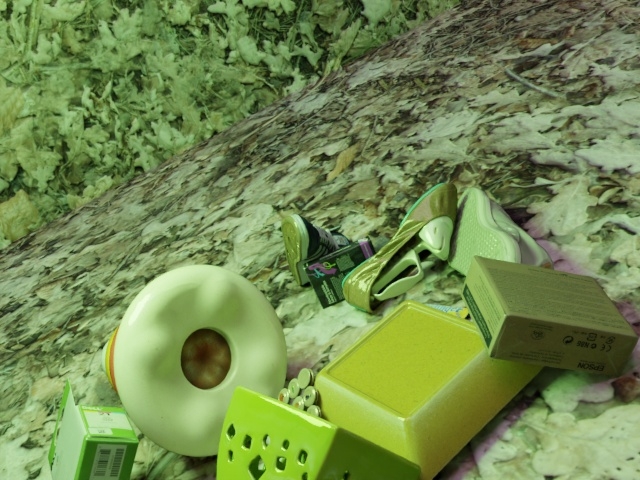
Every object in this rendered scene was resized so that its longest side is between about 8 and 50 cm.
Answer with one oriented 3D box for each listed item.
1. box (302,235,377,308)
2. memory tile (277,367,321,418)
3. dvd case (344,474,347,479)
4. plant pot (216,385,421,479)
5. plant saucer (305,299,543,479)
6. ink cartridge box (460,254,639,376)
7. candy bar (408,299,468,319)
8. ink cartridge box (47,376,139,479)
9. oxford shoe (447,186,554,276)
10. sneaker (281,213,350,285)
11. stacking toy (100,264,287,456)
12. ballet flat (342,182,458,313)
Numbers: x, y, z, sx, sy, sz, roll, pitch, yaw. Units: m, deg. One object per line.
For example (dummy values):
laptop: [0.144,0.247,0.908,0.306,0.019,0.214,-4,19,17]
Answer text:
box: [0.055,0.071,1.741,0.162,0.116,0.029,-23,26,1]
memory tile: [-0.037,0.311,1.388,0.113,0.012,0.148,-45,42,35]
dvd case: [0.086,0.319,1.374,0.179,0.030,0.239,-16,27,15]
plant pot: [-0.026,0.366,1.151,0.228,0.227,0.207,9,69,45]
plant saucer: [0.161,0.225,1.363,0.332,0.081,0.332,-36,30,-25]
ink cartridge box: [0.373,0.123,1.308,0.234,0.088,0.193,10,25,-10]
candy bar: [0.230,0.143,1.583,0.161,0.018,0.040,4,38,41]
ink cartridge box: [-0.434,0.393,1.475,0.097,0.189,0.255,11,12,-28]
oxford shoe: [0.356,0.012,1.611,0.130,0.169,0.449,17,17,-10]
sneaker: [0.000,0.000,1.789,0.153,0.282,0.099,-22,66,-10]
stacking toy: [-0.322,0.250,1.607,0.350,0.351,0.479,-44,16,-33]
ballet flat: [0.193,0.028,1.668,0.342,0.116,0.124,-43,43,-1]
